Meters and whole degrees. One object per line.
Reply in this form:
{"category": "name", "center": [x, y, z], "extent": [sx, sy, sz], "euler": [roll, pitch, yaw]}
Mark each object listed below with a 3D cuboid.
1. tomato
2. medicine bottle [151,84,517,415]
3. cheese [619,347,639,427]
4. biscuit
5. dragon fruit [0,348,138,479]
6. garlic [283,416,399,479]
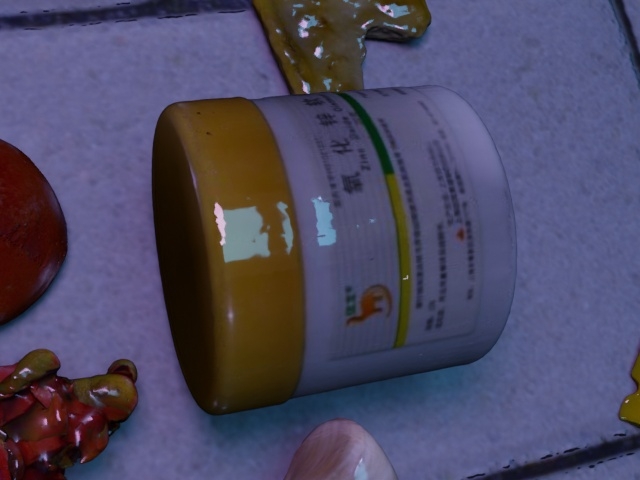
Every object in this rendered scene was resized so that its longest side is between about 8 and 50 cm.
{"category": "tomato", "center": [-0.299, -0.020, 0.726], "extent": [0.189, 0.099, 0.173], "euler": [42, 70, 1]}
{"category": "medicine bottle", "center": [0.000, 0.000, 0.728], "extent": [0.231, 0.238, 0.238], "euler": [-9, 76, -18]}
{"category": "cheese", "center": [0.380, 0.159, 0.875], "extent": [0.171, 0.126, 0.093], "euler": [21, 74, 11]}
{"category": "biscuit", "center": [0.038, -0.191, 0.904], "extent": [0.183, 0.039, 0.174], "euler": [-21, 79, -19]}
{"category": "dragon fruit", "center": [-0.228, 0.144, 0.687], "extent": [0.207, 0.150, 0.133], "euler": [-25, 111, -27]}
{"category": "garlic", "center": [0.016, 0.227, 0.735], "extent": [0.099, 0.124, 0.175], "euler": [-34, 118, -48]}
